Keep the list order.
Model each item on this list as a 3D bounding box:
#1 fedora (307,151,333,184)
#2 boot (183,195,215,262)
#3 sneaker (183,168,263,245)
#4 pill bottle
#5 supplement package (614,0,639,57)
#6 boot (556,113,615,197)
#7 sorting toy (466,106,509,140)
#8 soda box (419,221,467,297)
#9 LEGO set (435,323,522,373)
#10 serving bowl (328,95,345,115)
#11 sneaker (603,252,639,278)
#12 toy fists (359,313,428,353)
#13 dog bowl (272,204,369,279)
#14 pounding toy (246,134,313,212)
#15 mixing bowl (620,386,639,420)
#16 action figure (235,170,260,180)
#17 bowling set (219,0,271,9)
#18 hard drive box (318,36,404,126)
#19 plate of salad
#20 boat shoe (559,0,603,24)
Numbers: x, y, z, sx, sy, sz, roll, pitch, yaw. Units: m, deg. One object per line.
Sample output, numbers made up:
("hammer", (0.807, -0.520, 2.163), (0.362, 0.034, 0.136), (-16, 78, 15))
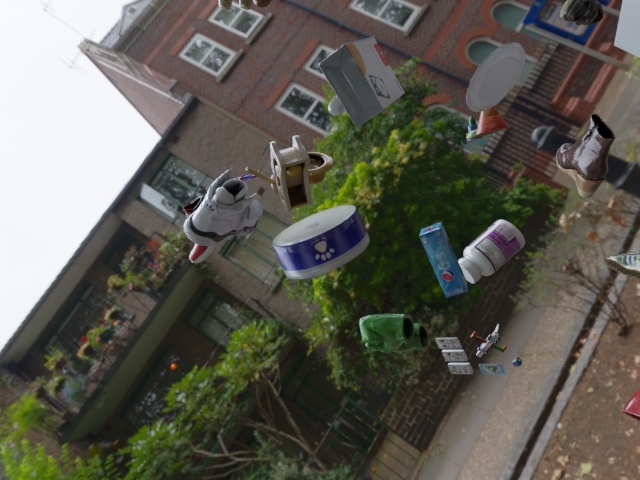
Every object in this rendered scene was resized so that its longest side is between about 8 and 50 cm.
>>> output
("fedora", (-0.037, -0.267, 1.598), (0.194, 0.194, 0.079), (-47, -40, -40))
("boot", (-0.459, -0.041, 1.556), (0.176, 0.088, 0.244), (28, -81, -42))
("sneaker", (-0.263, -0.117, 1.356), (0.210, 0.137, 0.365), (-48, -7, 28))
("pill bottle", (0.780, 0.057, 1.954), (0.301, 0.169, 0.169), (-40, -15, -3))
("supplement package", (0.723, -0.484, 0.772), (0.198, 0.199, 0.263), (-35, -37, 4))
("boot", (0.762, -0.270, 1.203), (0.249, 0.090, 0.207), (-81, -15, -45))
("sorting toy", (0.653, -0.486, 1.705), (0.365, 0.126, 0.126), (-47, -55, -79))
("soda box", (0.366, 0.058, 1.247), (0.067, 0.210, 0.071), (-21, 11, 23))
("LEGO set", (0.536, 0.373, 1.415), (0.183, 0.244, 0.060), (60, -142, -24))
("serving bowl", (0.069, -0.480, 1.503), (0.083, 0.027, 0.083), (-27, -29, -16))
("sneaker", (1.050, 0.073, 1.396), (0.086, 0.064, 0.192), (-40, 13, 4))
("toy fists", (0.206, 0.272, 1.204), (0.279, 0.142, 0.096), (33, -122, -55))
("dog bowl", (0.000, 0.000, 1.199), (0.264, 0.104, 0.265), (-23, 16, 7))
("pounding toy", (-0.111, -0.159, 1.153), (0.154, 0.154, 0.269), (-17, -13, -10))
("mixing bowl", (0.586, 0.264, 0.652), (0.181, 0.181, 0.098), (55, -121, -75))
("action figure", (-0.271, -0.224, 1.495), (0.115, 0.030, 0.038), (-19, 15, 8))
("bowling set", (-0.212, -0.725, 1.136), (0.287, 0.199, 0.154), (-73, -1, -77))
("hard drive box", (0.117, -0.425, 1.112), (0.089, 0.181, 0.232), (-25, 16, 34))
("plate of salad", (0.486, -0.457, 1.181), (0.199, 0.048, 0.200), (-21, -37, -17))
("boat shoe", (0.777, -0.676, 1.233), (0.223, 0.073, 0.080), (-22, -31, -41))
